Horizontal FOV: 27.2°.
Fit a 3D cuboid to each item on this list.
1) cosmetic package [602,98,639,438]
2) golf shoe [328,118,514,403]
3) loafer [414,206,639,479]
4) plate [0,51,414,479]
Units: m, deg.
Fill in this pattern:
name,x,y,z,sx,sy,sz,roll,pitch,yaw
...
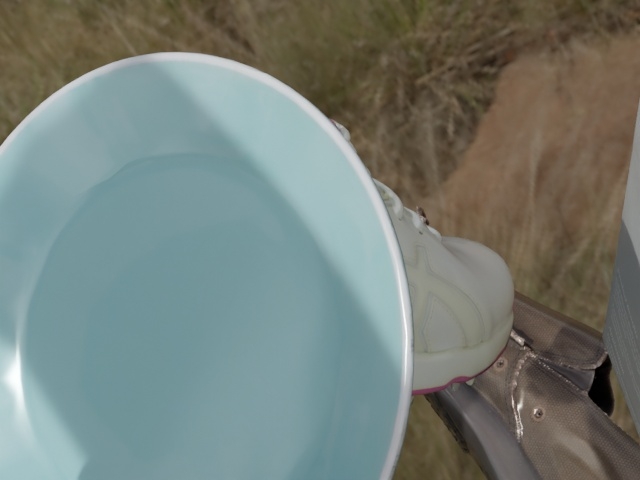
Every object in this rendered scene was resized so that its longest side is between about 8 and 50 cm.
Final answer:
name,x,y,z,sx,sy,sz,roll,pitch,yaw
cosmetic package,0.176,0.020,0.495,0.107,0.238,0.127,-11,58,-3
golf shoe,0.000,0.000,0.588,0.115,0.306,0.140,19,103,37
loafer,0.151,0.107,0.949,0.130,0.134,0.366,-32,60,-2
plate,-0.050,0.035,0.419,0.188,0.024,0.188,-4,83,32
